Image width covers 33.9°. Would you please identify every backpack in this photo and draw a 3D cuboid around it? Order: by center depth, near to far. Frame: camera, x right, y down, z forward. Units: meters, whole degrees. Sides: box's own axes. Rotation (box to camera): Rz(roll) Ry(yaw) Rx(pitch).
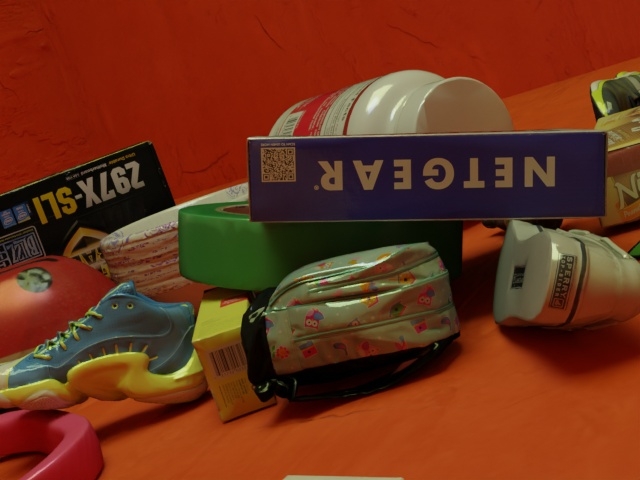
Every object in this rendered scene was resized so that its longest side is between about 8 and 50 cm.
[{"bbox_3d":[0.031,0.068,0.939,0.182,0.115,0.152,-14,8,18],"label":"backpack"}]

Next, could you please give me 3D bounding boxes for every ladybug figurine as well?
[{"bbox_3d":[-0.456,0.134,1.430,0.449,0.162,0.305,-18,9,11],"label":"ladybug figurine"}]

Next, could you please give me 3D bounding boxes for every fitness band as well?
[{"bbox_3d":[-0.325,0.221,0.989,0.209,0.054,0.291,-25,12,-32],"label":"fitness band"}]

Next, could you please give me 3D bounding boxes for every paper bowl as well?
[{"bbox_3d":[-0.166,0.018,1.538,0.284,0.148,0.284,-20,9,3],"label":"paper bowl"}]

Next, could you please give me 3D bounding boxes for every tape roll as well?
[{"bbox_3d":[0.000,0.000,1.195,0.321,0.077,0.321,-1,6,0],"label":"tape roll"}]

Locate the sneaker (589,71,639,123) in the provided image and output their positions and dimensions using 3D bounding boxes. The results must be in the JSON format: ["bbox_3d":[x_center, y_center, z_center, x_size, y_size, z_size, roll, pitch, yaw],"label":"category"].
[{"bbox_3d":[0.503,-0.217,1.634,0.121,0.111,0.300,-9,16,33],"label":"sneaker"}]

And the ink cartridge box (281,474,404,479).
[{"bbox_3d":[-0.019,0.182,0.559,0.099,0.056,0.135,-12,13,44],"label":"ink cartridge box"}]

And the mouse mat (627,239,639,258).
[{"bbox_3d":[0.403,-0.022,1.007,0.189,0.007,0.152,-10,13,41],"label":"mouse mat"}]

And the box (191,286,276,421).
[{"bbox_3d":[-0.086,0.103,1.069,0.058,0.087,0.232,-19,8,0],"label":"box"}]

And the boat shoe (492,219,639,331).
[{"bbox_3d":[0.204,0.031,0.881,0.088,0.096,0.267,10,-4,0],"label":"boat shoe"}]

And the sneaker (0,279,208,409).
[{"bbox_3d":[-0.233,0.105,1.066,0.240,0.126,0.091,-1,-3,-10],"label":"sneaker"}]

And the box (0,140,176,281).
[{"bbox_3d":[-0.380,0.012,1.686,0.322,0.257,0.079,-23,9,-22],"label":"box"}]

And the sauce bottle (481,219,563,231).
[{"bbox_3d":[0.241,-0.028,1.275,0.042,0.042,0.128,-24,10,-21],"label":"sauce bottle"}]

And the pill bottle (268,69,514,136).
[{"bbox_3d":[0.098,-0.131,1.593,0.229,0.229,0.407,-25,11,-28],"label":"pill bottle"}]

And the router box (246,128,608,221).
[{"bbox_3d":[0.108,-0.073,1.108,0.335,0.082,0.301,-1,6,4],"label":"router box"}]

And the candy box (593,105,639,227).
[{"bbox_3d":[0.414,-0.109,1.226,0.183,0.087,0.316,-16,9,21],"label":"candy box"}]
